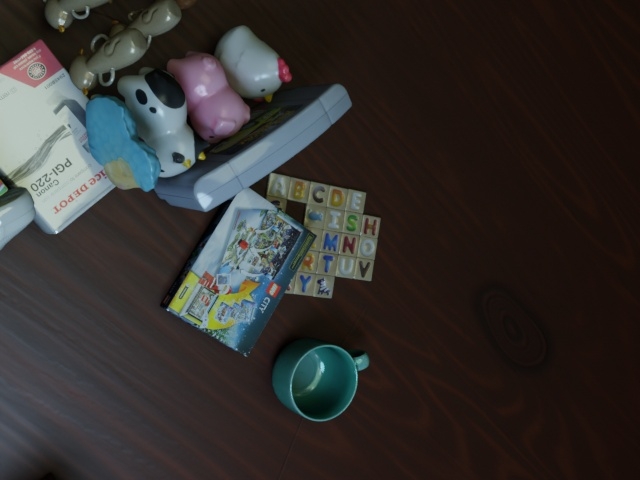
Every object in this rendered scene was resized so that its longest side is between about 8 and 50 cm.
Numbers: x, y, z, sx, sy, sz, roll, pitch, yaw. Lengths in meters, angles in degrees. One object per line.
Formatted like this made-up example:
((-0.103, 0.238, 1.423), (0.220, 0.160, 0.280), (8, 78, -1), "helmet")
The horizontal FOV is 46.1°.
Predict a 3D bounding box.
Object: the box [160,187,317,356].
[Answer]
((-0.129, 0.047, 1.219), (0.159, 0.044, 0.233), (36, 77, -24), "box")

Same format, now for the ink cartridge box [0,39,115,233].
((-0.382, -0.139, 1.038), (0.158, 0.092, 0.218), (-44, 115, -20), "ink cartridge box")

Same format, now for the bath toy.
((-0.167, -0.196, 1.086), (0.348, 0.129, 0.151), (-44, 146, -41), "bath toy")

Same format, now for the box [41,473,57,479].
((-0.403, 0.465, 1.023), (0.203, 0.168, 0.167), (-31, 108, -25), "box")

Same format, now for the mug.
((-0.006, 0.234, 1.281), (0.157, 0.097, 0.130), (18, 84, -31), "mug")

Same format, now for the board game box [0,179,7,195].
((-0.488, -0.124, 0.847), (0.124, 0.039, 0.259), (-42, 116, -20), "board game box")

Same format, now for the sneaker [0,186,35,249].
((-0.468, 0.063, 0.979), (0.292, 0.108, 0.169), (-31, 112, -2), "sneaker")

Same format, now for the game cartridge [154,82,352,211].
((-0.100, -0.148, 1.142), (0.294, 0.196, 0.060), (-39, 119, -23), "game cartridge")

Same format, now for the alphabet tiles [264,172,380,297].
((0.000, 0.000, 1.319), (0.237, 0.009, 0.198), (9, 89, -30), "alphabet tiles")

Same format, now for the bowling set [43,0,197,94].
((-0.278, -0.331, 1.060), (0.200, 0.154, 0.287), (5, 69, -57), "bowling set")
